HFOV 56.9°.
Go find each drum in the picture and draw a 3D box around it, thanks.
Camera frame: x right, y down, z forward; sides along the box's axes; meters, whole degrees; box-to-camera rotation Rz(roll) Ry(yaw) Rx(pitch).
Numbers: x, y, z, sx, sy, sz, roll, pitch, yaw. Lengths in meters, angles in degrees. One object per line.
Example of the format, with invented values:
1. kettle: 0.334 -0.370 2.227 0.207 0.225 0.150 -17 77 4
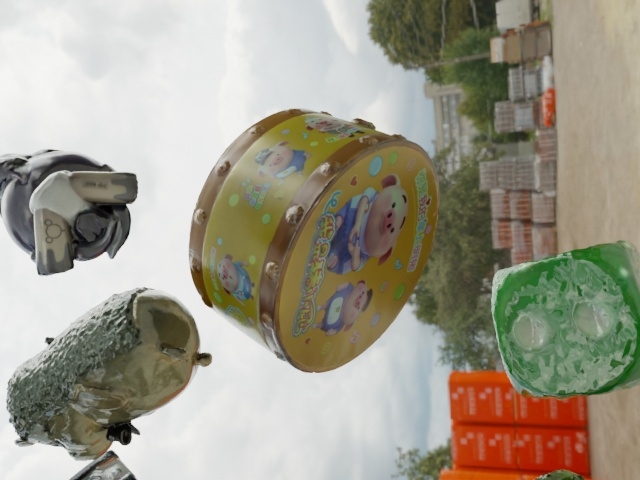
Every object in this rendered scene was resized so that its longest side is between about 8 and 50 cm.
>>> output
1. drum: 0.000 0.000 1.009 0.431 0.214 0.430 -31 -45 -37

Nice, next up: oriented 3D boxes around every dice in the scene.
1. dice: 0.543 0.169 1.240 0.297 0.300 0.286 0 -106 -55

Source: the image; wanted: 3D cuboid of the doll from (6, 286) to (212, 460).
1. doll: -0.366 0.233 1.013 0.247 0.350 0.247 -25 -90 -85

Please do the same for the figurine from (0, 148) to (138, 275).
1. figurine: -0.307 -0.040 0.678 0.146 0.222 0.145 -6 -79 -34

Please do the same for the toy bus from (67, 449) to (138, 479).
1. toy bus: -0.463 0.746 1.430 0.209 0.249 0.439 -37 -47 -31

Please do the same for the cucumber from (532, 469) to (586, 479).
1. cucumber: 0.417 0.536 1.155 0.245 0.134 0.134 -1 -94 -29
